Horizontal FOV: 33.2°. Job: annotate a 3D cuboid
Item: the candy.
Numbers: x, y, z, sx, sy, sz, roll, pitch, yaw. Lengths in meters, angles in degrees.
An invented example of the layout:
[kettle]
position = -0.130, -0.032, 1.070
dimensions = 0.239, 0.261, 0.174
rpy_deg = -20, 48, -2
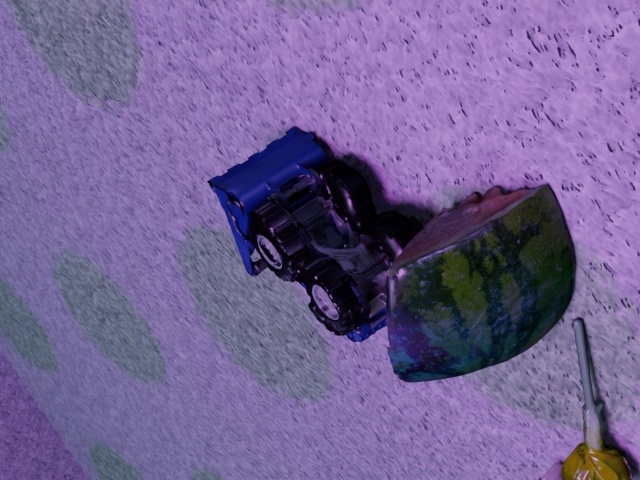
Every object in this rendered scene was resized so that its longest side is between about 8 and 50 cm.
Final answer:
[candy]
position = 0.237, 0.153, 0.943
dimensions = 0.058, 0.062, 0.194
rpy_deg = -89, -12, -65

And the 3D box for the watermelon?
[watermelon]
position = 0.118, 0.065, 0.899
dimensions = 0.128, 0.146, 0.231
rpy_deg = 28, 141, 32

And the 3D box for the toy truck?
[toy truck]
position = 0.000, 0.000, 1.005
dimensions = 0.208, 0.113, 0.126
rpy_deg = 46, 157, 26

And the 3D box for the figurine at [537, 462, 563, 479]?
[figurine]
position = 0.263, 0.265, 1.014
dimensions = 0.129, 0.054, 0.072
rpy_deg = 26, 146, 39
